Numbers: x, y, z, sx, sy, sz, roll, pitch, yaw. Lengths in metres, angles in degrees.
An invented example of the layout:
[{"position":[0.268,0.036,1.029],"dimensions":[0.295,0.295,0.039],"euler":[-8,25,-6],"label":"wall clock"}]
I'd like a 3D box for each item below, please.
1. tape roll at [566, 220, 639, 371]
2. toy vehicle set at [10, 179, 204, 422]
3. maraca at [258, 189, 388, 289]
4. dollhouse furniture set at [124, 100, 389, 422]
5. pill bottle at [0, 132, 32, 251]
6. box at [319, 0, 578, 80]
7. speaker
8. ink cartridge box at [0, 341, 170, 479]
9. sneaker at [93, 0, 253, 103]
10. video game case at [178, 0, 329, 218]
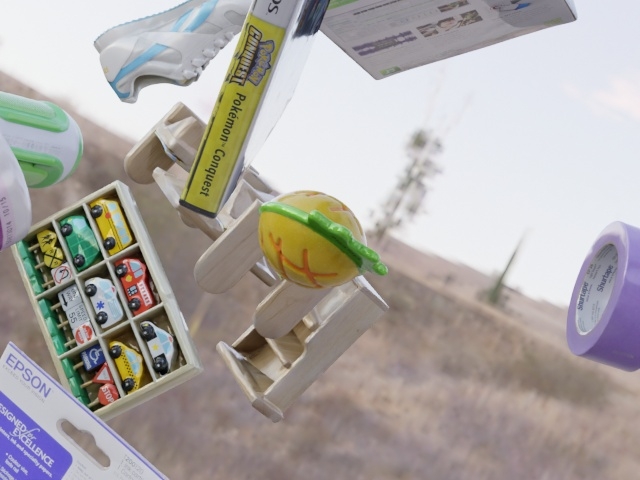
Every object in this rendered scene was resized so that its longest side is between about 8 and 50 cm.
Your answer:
[{"position":[0.403,0.075,2.035],"dimensions":[0.080,0.189,0.189],"euler":[17,-4,-9],"label":"tape roll"},{"position":[-0.268,0.078,1.889],"dimensions":[0.267,0.166,0.035],"euler":[65,10,19],"label":"toy vehicle set"},{"position":[0.000,0.000,1.595],"dimensions":[0.127,0.099,0.185],"euler":[36,-12,-24],"label":"maraca"},{"position":[-0.129,0.053,2.324],"dimensions":[0.394,0.256,0.362],"euler":[42,5,-37],"label":"dollhouse furniture set"},{"position":[-0.455,-0.014,1.516],"dimensions":[0.169,0.301,0.169],"euler":[40,-34,34],"label":"pill bottle"},{"position":[0.111,-0.251,1.499],"dimensions":[0.232,0.059,0.322],"euler":[-15,-12,15],"label":"box"},{"position":[-0.434,-0.139,2.016],"dimensions":[0.131,0.131,0.296],"euler":[26,6,21],"label":"speaker"},{"position":[-0.220,0.219,1.260],"dimensions":[0.206,0.208,0.045],"euler":[39,22,13],"label":"ink cartridge box"},{"position":[-0.158,-0.242,1.876],"dimensions":[0.087,0.228,0.092],"euler":[28,41,-84],"label":"sneaker"},{"position":[-0.024,-0.179,1.234],"dimensions":[0.035,0.248,0.275],"euler":[24,29,2],"label":"video game case"}]
